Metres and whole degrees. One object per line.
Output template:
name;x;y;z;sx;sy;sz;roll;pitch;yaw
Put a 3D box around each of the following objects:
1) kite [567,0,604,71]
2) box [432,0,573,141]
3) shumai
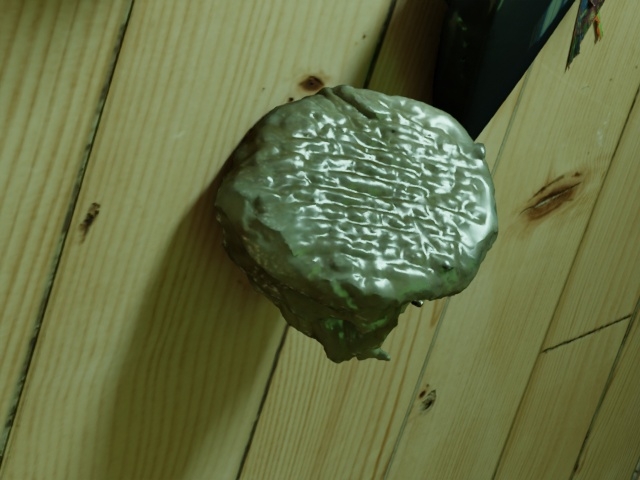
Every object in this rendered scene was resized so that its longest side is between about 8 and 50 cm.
kite;0.394;-0.330;2.440;0.190;0.010;0.159;-60;156;-8
box;0.239;-0.297;2.001;0.350;0.091;0.359;-54;166;-21
shumai;0.000;0.000;1.811;0.314;0.267;0.262;-5;154;-32
